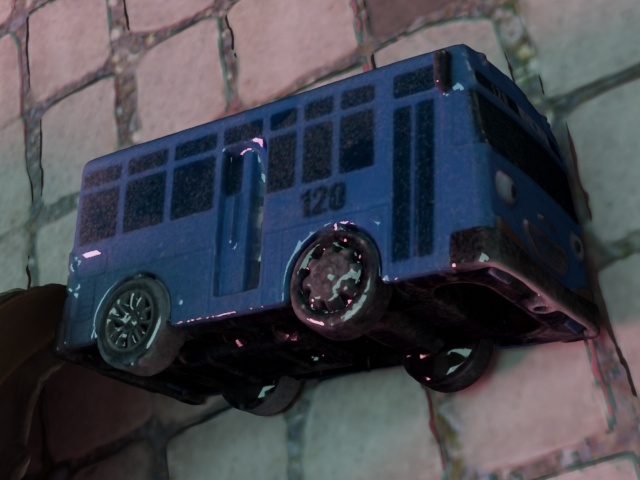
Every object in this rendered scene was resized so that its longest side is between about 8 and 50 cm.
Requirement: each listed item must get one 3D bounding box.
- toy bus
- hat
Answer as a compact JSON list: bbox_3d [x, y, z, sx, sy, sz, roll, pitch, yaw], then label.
[{"bbox_3d":[0.000,0.000,0.530,0.234,0.116,0.133,-13,62,32],"label":"toy bus"},{"bbox_3d":[-0.204,0.101,0.580,0.149,0.244,0.214,12,77,16],"label":"hat"}]
